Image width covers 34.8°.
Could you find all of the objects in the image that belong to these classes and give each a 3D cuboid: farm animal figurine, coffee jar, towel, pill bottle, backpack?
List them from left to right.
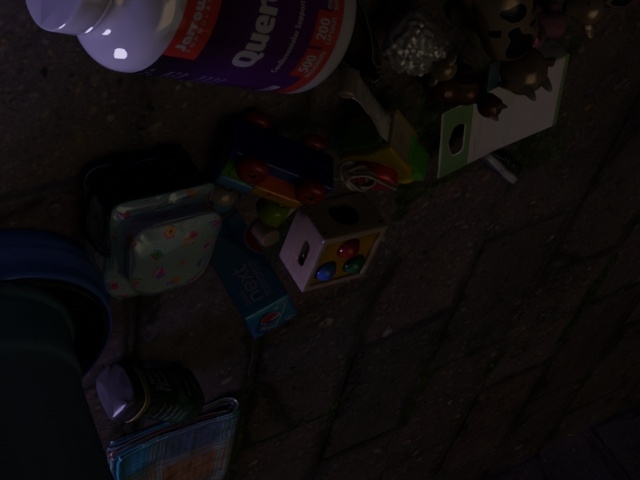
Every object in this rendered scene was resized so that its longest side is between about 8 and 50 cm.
[{"bbox_3d":[-0.286,0.257,1.714,0.079,0.096,0.184,-45,149,21],"label":"coffee jar"},{"bbox_3d":[-0.224,-0.009,1.350,0.165,0.144,0.188,-20,150,-34],"label":"backpack"},{"bbox_3d":[-0.294,0.458,2.055,0.271,0.040,0.370,-19,147,-23],"label":"towel"},{"bbox_3d":[-0.128,-0.253,1.047,0.322,0.181,0.181,-1,136,-44],"label":"pill bottle"},{"bbox_3d":[0.275,-0.293,1.393,0.330,0.172,0.326,-42,149,13],"label":"farm animal figurine"}]

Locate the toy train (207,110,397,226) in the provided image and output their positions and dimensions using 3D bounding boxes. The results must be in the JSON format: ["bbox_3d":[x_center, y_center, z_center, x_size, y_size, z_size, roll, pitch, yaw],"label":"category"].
[{"bbox_3d":[-0.035,-0.069,1.420,0.248,0.105,0.143,20,138,-23],"label":"toy train"}]

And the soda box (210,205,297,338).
[{"bbox_3d":[-0.115,0.029,1.438,0.071,0.210,0.067,-29,150,-6],"label":"soda box"}]

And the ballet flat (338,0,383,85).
[{"bbox_3d":[0.031,-0.268,1.305,0.084,0.058,0.250,-35,150,0],"label":"ballet flat"}]

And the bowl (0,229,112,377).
[{"bbox_3d":[-0.468,0.146,1.398,0.391,0.077,0.391,-25,149,-16],"label":"bowl"}]

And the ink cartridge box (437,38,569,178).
[{"bbox_3d":[0.279,-0.210,1.635,0.235,0.056,0.171,-24,148,-12],"label":"ink cartridge box"}]

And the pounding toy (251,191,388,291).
[{"bbox_3d":[-0.002,-0.005,1.616,0.206,0.094,0.181,-13,144,-33],"label":"pounding toy"}]

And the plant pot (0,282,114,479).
[{"bbox_3d":[-0.406,0.286,1.250,0.341,0.334,0.341,-24,148,-16],"label":"plant pot"}]

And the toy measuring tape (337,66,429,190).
[{"bbox_3d":[0.059,-0.152,1.442,0.121,0.121,0.330,-39,151,8],"label":"toy measuring tape"}]

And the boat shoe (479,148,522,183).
[{"bbox_3d":[0.314,-0.139,1.787,0.040,0.049,0.142,-58,148,4],"label":"boat shoe"}]
